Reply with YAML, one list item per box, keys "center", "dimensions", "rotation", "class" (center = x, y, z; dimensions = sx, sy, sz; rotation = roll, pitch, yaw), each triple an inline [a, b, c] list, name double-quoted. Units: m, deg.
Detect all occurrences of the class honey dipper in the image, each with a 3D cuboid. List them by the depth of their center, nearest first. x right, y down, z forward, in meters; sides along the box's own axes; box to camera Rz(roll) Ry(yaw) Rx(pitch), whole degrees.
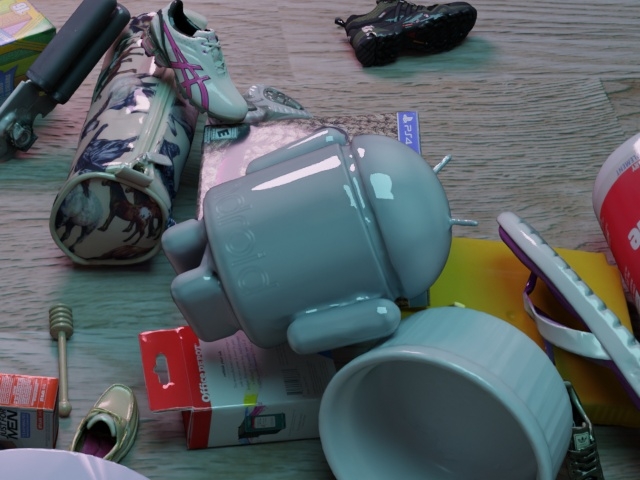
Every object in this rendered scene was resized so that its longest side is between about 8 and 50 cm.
- center: [-0.315, 0.148, 1.835]
  dimensions: [0.030, 0.030, 0.161]
  rotation: [-2, 49, -12]
  class: "honey dipper"

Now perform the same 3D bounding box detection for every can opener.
- center: [-0.387, -0.236, 2.086]
  dimensions: [0.095, 0.076, 0.283]
  rotation: [34, 84, 35]
  class: "can opener"

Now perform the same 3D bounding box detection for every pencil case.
- center: [-0.242, -0.151, 2.039]
  dimensions: [0.160, 0.183, 0.410]
  rotation: [37, 37, -23]
  class: "pencil case"

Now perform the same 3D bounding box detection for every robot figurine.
- center: [0.000, 0.000, 1.724]
  dimensions: [0.353, 0.200, 0.300]
  rotation: [-20, 56, 3]
  class: "robot figurine"

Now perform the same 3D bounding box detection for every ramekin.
- center: [0.150, 0.209, 1.688]
  dimensions: [0.277, 0.277, 0.135]
  rotation: [26, 39, 16]
  class: "ramekin"

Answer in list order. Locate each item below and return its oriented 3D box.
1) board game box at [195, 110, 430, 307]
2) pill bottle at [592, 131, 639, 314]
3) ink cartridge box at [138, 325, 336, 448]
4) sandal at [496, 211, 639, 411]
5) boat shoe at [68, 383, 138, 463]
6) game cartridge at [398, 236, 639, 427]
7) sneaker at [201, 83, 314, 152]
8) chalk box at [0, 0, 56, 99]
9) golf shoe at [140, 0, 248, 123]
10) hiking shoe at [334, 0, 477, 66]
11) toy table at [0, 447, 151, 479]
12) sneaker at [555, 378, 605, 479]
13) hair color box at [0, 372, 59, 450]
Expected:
- center: [-0.008, -0.035, 1.954]
  dimensions: [0.290, 0.141, 0.232]
  rotation: [-4, 45, 3]
  class: "board game box"
- center: [0.519, 0.049, 1.940]
  dimensions: [0.229, 0.229, 0.408]
  rotation: [-3, 45, -13]
  class: "pill bottle"
- center: [-0.101, 0.173, 1.810]
  dimensions: [0.231, 0.078, 0.134]
  rotation: [-3, 45, -13]
  class: "ink cartridge box"
- center: [0.322, 0.121, 1.852]
  dimensions: [0.102, 0.169, 0.416]
  rotation: [-41, 56, 6]
  class: "sandal"
- center: [-0.252, 0.226, 1.742]
  dimensions: [0.063, 0.059, 0.170]
  rotation: [14, 44, 4]
  class: "boat shoe"
- center: [0.248, 0.115, 1.959]
  dimensions: [0.323, 0.053, 0.285]
  rotation: [7, 44, -7]
  class: "game cartridge"
- center: [-0.100, -0.156, 2.138]
  dimensions: [0.090, 0.115, 0.232]
  rotation: [39, 25, 26]
  class: "sneaker"
- center: [-0.499, -0.256, 2.135]
  dimensions: [0.213, 0.132, 0.132]
  rotation: [-26, 54, -30]
  class: "chalk box"
- center: [-0.159, -0.235, 1.981]
  dimensions: [0.186, 0.086, 0.067]
  rotation: [47, 34, 8]
  class: "golf shoe"
- center: [0.140, -0.356, 2.384]
  dimensions: [0.226, 0.086, 0.114]
  rotation: [-15, 53, -23]
  class: "hiking shoe"
- center: [-0.277, 0.337, 1.554]
  dimensions: [0.274, 0.161, 0.252]
  rotation: [19, 45, 10]
  class: "toy table"
- center: [0.300, 0.255, 1.779]
  dimensions: [0.066, 0.071, 0.188]
  rotation: [-12, 64, -12]
  class: "sneaker"
- center: [-0.388, 0.199, 1.721]
  dimensions: [0.167, 0.093, 0.053]
  rotation: [6, 44, -4]
  class: "hair color box"
